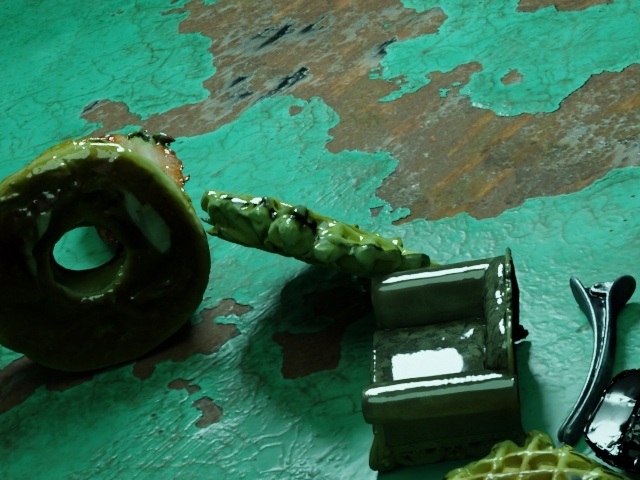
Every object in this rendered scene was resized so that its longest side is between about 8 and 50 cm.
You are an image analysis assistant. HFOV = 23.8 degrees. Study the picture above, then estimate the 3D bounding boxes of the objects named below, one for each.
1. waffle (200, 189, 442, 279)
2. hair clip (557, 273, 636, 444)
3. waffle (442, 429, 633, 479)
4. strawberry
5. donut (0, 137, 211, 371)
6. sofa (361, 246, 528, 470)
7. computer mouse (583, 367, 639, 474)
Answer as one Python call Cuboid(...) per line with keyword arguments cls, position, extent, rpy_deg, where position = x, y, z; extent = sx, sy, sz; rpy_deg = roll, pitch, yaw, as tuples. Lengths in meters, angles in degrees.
Cuboid(cls="waffle", position=(0.000, 0.000, 1.987), extent=(0.297, 0.073, 0.317), rpy_deg=(17, 1, -33))
Cuboid(cls="hair clip", position=(0.322, 0.136, 1.793), extent=(0.083, 0.048, 0.275), rpy_deg=(0, 37, 17))
Cuboid(cls="waffle", position=(0.187, 0.284, 1.528), extent=(0.250, 0.056, 0.261), rpy_deg=(-27, 23, -19))
Cuboid(cls="strawberry", position=(-0.303, -0.067, 2.332), extent=(0.175, 0.106, 0.236), rpy_deg=(29, 45, 1))
Cuboid(cls="donut", position=(-0.317, 0.010, 2.049), extent=(0.330, 0.330, 0.160), rpy_deg=(-19, 22, -4))
Cuboid(cls="sofa", position=(0.139, 0.124, 1.766), extent=(0.200, 0.182, 0.258), rpy_deg=(-9, 34, 13))
Cuboid(cls="computer mouse", position=(0.353, 0.186, 1.611), extent=(0.146, 0.077, 0.242), rpy_deg=(8, 18, 22))
